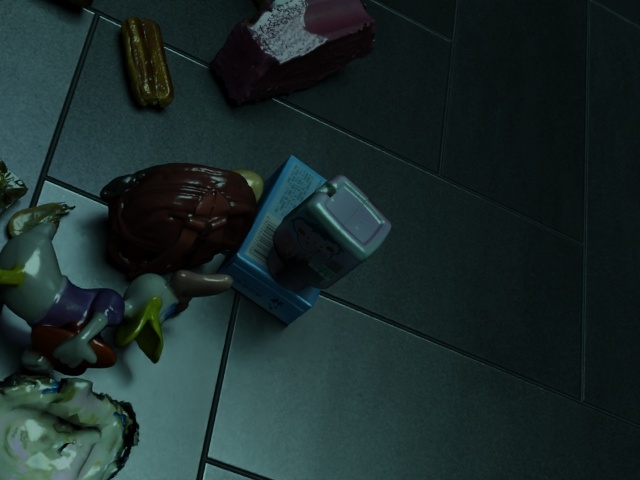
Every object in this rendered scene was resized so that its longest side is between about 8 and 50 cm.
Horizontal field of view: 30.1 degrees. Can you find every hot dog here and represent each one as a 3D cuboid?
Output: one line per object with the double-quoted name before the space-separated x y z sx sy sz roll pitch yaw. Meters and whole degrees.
"hot dog" -0.278 -0.287 1.894 0.071 0.045 0.165 -1 65 -32

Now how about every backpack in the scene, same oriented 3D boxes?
"backpack" -0.193 -0.035 1.694 0.229 0.229 0.139 5 65 -31

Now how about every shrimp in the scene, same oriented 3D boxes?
"shrimp" -0.392 -0.021 1.686 0.108 0.023 0.059 -17 84 -39

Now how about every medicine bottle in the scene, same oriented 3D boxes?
"medicine bottle" 0.000 0.000 1.709 0.119 0.188 0.094 45 50 -5

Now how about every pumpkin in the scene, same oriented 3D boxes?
"pumpkin" -0.455 -0.074 1.654 0.074 0.054 0.083 46 44 -8

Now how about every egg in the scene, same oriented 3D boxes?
"egg" -0.128 -0.077 1.848 0.071 0.083 0.071 36 45 -46

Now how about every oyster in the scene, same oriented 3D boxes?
"oyster" -0.349 0.254 1.519 0.260 0.092 0.198 -27 81 -31

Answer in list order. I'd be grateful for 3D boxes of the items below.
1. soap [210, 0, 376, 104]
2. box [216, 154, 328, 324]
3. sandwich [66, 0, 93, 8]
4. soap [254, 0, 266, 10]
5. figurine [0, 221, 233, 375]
"soap" -0.026 -0.338 2.000 0.289 0.182 0.112 -23 78 -44
"box" -0.047 -0.002 1.859 0.142 0.083 0.232 35 49 -11
"sandwich" -0.469 -0.524 1.870 0.301 0.099 0.271 17 56 -23
"soap" -0.040 -0.511 2.035 0.080 0.257 0.160 -13 72 -37
"figurine" -0.322 0.080 1.562 0.421 0.154 0.193 16 65 -37
